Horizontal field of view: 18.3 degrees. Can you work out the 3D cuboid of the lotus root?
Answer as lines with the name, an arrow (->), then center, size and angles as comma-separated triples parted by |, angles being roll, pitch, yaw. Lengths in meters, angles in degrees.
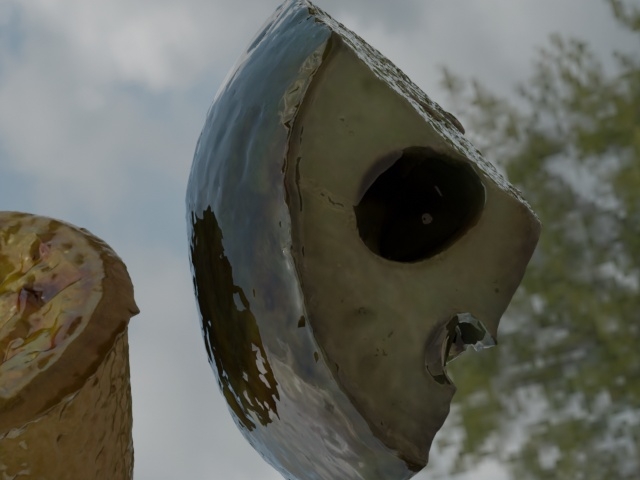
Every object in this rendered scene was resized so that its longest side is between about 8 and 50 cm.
lotus root -> -0.003, -0.005, 0.907 | 0.142, 0.210, 0.314 | 31, 176, -8

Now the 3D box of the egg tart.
egg tart -> -0.182, 0.095, 1.087 | 0.202, 0.202, 0.147 | -74, -25, -50
